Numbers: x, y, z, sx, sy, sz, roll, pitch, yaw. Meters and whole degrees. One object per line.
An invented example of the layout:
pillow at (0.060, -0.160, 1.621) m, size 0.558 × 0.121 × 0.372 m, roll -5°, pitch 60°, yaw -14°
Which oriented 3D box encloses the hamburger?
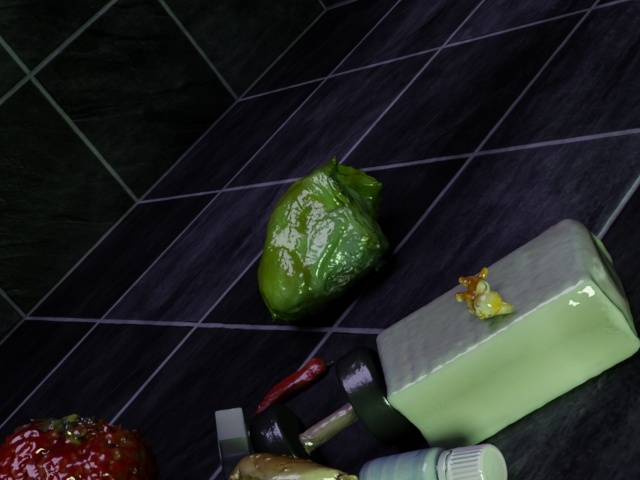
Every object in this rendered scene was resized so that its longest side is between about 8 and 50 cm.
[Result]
hamburger at (-0.021, 0.368, 1.487) m, size 0.146 × 0.243 × 0.286 m, roll -56°, pitch -5°, yaw -28°

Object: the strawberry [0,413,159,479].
strawberry at (-0.421, 0.464, 1.951) m, size 0.312 × 0.267 × 0.351 m, roll -3°, pitch 65°, yaw 47°

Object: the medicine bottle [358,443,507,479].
medicine bottle at (0.148, 0.317, 1.560) m, size 0.203 × 0.083 × 0.083 m, roll -19°, pitch 29°, yaw 40°

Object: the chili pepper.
chili pepper at (-0.054, 0.256, 2.064) m, size 0.178 × 0.027 × 0.045 m, roll -36°, pitch 23°, yaw 9°

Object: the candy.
candy at (0.260, 0.136, 1.661) m, size 0.358 × 0.145 × 0.208 m, roll -33°, pitch 22°, yaw 15°

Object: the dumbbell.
dumbbell at (0.019, 0.273, 1.749) m, size 0.218 × 0.152 × 0.152 m, roll -34°, pitch 22°, yaw 9°

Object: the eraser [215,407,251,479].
eraser at (-0.116, 0.359, 1.724) m, size 0.046 × 0.212 × 0.092 m, roll -9°, pitch 23°, yaw -5°

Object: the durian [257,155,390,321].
durian at (0.000, 0.000, 2.260) m, size 0.339 × 0.204 × 0.256 m, roll -40°, pitch 34°, yaw -4°

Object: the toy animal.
toy animal at (0.224, 0.071, 1.583) m, size 0.081 × 0.060 × 0.083 m, roll -50°, pitch 17°, yaw -21°
